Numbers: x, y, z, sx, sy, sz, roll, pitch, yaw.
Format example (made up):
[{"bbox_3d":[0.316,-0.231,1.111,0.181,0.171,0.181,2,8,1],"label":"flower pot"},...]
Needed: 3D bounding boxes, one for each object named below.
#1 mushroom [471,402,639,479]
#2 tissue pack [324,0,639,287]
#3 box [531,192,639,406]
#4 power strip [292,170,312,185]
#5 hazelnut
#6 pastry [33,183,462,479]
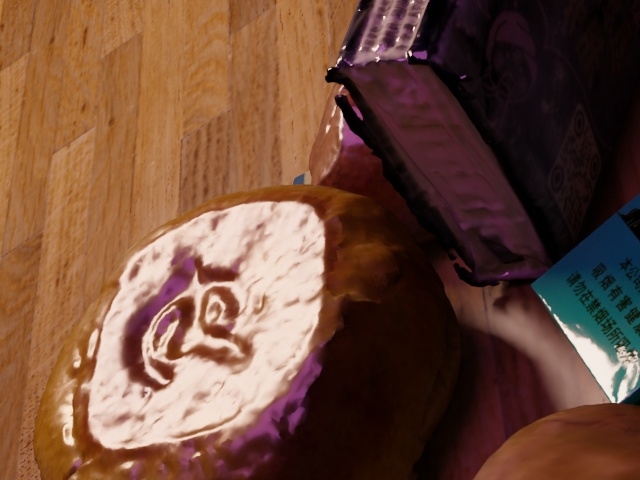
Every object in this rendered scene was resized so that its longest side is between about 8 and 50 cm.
[{"bbox_3d":[0.200,0.231,0.934,0.314,0.224,0.397,-19,41,39],"label":"mushroom"},{"bbox_3d":[0.155,-0.180,1.403,0.122,0.259,0.361,-1,54,34],"label":"tissue pack"},{"bbox_3d":[0.263,0.007,1.270,0.226,0.042,0.161,-41,34,9],"label":"box"},{"bbox_3d":[0.000,0.000,1.564,0.032,0.056,0.123,-25,39,29],"label":"power strip"},{"bbox_3d":[0.061,-0.065,1.509,0.143,0.143,0.154,-20,48,35],"label":"hazelnut"},{"bbox_3d":[-0.059,0.115,1.391,0.356,0.164,0.356,-25,42,25],"label":"pastry"}]
